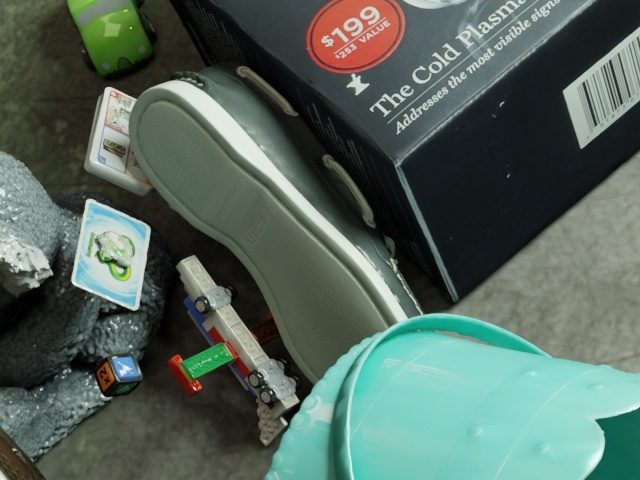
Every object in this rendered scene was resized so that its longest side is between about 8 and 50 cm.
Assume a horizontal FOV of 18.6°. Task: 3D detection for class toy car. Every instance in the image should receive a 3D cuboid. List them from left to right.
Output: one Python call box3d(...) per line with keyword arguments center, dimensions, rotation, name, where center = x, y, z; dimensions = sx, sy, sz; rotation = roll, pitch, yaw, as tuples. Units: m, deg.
box3d(center=(-0.189, -0.230, 1.598), dimensions=(0.239, 0.053, 0.225), rotation=(-24, 53, 3), name="toy car")

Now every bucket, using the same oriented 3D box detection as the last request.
box3d(center=(0.096, 0.183, 1.103), dimensions=(0.183, 0.281, 0.281), rotation=(15, 64, 31), name="bucket")

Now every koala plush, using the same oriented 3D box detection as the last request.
box3d(center=(-0.222, 0.010, 1.349), dimensions=(0.203, 0.221, 0.196), rotation=(-33, 53, -4), name="koala plush")

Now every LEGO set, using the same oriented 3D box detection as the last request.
box3d(center=(-0.093, 0.027, 1.339), dimensions=(0.060, 0.182, 0.244), rotation=(-46, 29, 40), name="LEGO set")

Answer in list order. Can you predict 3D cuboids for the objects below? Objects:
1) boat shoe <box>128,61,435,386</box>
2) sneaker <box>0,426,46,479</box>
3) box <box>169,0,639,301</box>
box3d(center=(0.000, 0.000, 1.314), dimensions=(0.302, 0.114, 0.091), rotation=(53, 45, 5), name="boat shoe")
box3d(center=(-0.206, 0.221, 1.236), dimensions=(0.123, 0.106, 0.290), rotation=(-37, 77, 2), name="sneaker")
box3d(center=(0.106, -0.192, 1.393), dimensions=(0.343, 0.179, 0.312), rotation=(-40, 53, -9), name="box")
